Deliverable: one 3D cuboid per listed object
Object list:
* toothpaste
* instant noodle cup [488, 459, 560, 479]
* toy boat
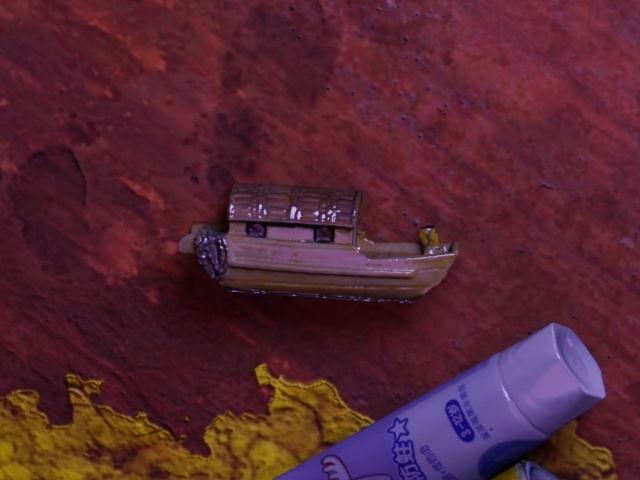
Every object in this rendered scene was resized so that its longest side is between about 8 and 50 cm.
[{"bbox_3d":[0.071,0.194,1.436,0.371,0.080,0.125,-35,106,25],"label":"toothpaste"},{"bbox_3d":[0.143,0.349,1.360,0.254,0.325,0.325,-40,101,10],"label":"instant noodle cup"},{"bbox_3d":[0.000,0.000,1.369,0.226,0.068,0.088,4,104,7],"label":"toy boat"}]
